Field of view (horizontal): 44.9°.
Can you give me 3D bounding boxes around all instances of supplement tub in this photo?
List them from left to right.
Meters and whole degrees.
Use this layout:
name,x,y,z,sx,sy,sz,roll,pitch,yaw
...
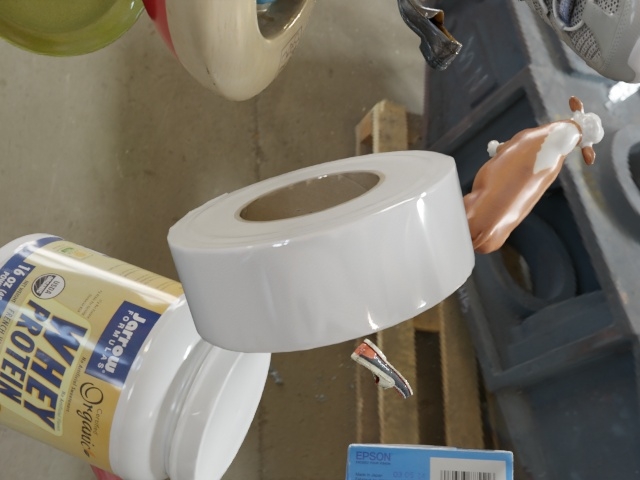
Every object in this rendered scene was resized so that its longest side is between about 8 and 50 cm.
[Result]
name,x,y,z,sx,sy,sz,roll,pitch,yaw
supplement tub,-0.238,0.142,0.904,0.316,0.228,0.228,19,56,12

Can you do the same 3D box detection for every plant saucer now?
name,x,y,z,sx,sy,sz,roll,pitch,yaw
plant saucer,-0.300,-0.331,0.873,0.241,0.037,0.241,-18,121,-33

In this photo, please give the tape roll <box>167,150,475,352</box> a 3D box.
name,x,y,z,sx,sy,sz,roll,pitch,yaw
tape roll,0.000,0.000,0.752,0.286,0.286,0.100,-27,110,-34

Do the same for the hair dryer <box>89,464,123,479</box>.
name,x,y,z,sx,sy,sz,roll,pitch,yaw
hair dryer,-0.241,0.283,1.124,0.224,0.080,0.293,28,29,-10

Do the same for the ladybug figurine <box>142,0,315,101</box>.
name,x,y,z,sx,sy,sz,roll,pitch,yaw
ladybug figurine,-0.091,-0.339,0.791,0.162,0.449,0.305,23,52,10

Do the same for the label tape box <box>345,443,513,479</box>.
name,x,y,z,sx,sy,sz,roll,pitch,yaw
label tape box,0.162,0.386,1.257,0.241,0.333,0.106,2,75,4

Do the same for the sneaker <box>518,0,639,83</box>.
name,x,y,z,sx,sy,sz,roll,pitch,yaw
sneaker,0.167,-0.205,0.584,0.115,0.105,0.281,-2,41,-11

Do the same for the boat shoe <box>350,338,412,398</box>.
name,x,y,z,sx,sy,sz,roll,pitch,yaw
boat shoe,0.107,0.230,1.338,0.043,0.049,0.137,-46,110,-14

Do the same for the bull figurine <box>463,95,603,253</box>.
name,x,y,z,sx,sy,sz,roll,pitch,yaw
bull figurine,0.294,-0.094,1.185,0.310,0.188,0.101,-43,99,-16

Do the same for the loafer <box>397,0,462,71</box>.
name,x,y,z,sx,sy,sz,roll,pitch,yaw
loafer,0.189,-0.377,1.336,0.062,0.061,0.170,-13,71,-50
